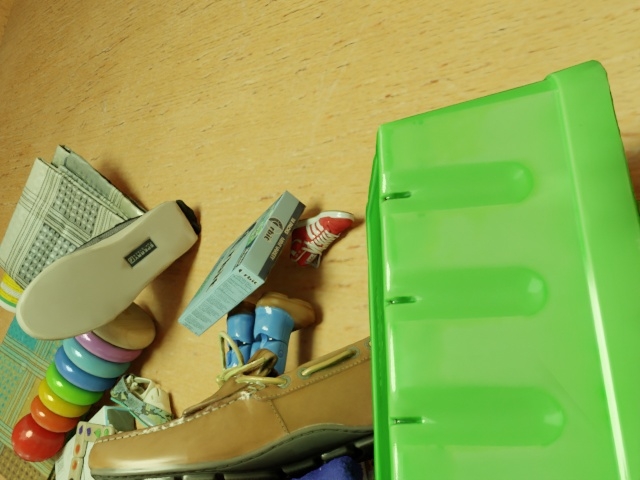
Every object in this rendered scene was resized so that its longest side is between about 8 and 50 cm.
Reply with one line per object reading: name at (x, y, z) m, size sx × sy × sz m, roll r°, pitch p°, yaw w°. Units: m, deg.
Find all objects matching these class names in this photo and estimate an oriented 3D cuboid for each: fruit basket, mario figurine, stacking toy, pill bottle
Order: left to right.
pill bottle at (-0.666, 0.063, 1.425) m, size 0.118 × 0.118 × 0.208 m, roll 33°, pitch 99°, yaw 47°
stacking toy at (-0.436, 0.255, 1.081) m, size 0.330 × 0.141 × 0.141 m, roll -54°, pitch 44°, yaw 10°
mario figurine at (-0.074, 0.242, 0.779) m, size 0.198 × 0.170 × 0.320 m, roll 113°, pitch 168°, yaw -62°
fruit basket at (0.224, 0.062, 0.469) m, size 0.392 × 0.283 × 0.391 m, roll 0°, pitch 69°, yaw 1°

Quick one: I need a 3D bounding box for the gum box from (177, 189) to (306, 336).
gum box at (-0.110, 0.033, 0.845) m, size 0.184 × 0.041 × 0.157 m, roll -38°, pitch 17°, yaw 42°

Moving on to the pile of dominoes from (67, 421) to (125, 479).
pile of dominoes at (-0.370, 0.418, 0.952) m, size 0.196 × 0.040 × 0.251 m, roll -11°, pitch 67°, yaw 42°

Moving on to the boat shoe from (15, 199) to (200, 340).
boat shoe at (-0.362, 0.057, 1.017) m, size 0.158 × 0.340 × 0.127 m, roll -20°, pitch 104°, yaw 46°

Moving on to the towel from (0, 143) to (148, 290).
towel at (-0.534, -0.006, 1.276) m, size 0.312 × 0.056 × 0.324 m, roll 35°, pitch 100°, yaw 22°

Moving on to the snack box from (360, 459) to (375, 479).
snack box at (0.071, 0.222, 0.679) m, size 0.064 × 0.022 × 0.178 m, roll -28°, pitch 57°, yaw 37°

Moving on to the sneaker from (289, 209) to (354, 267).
sneaker at (0.000, 0.000, 0.822) m, size 0.118 × 0.042 × 0.067 m, roll -16°, pitch 59°, yaw 50°

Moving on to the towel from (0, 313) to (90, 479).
towel at (-0.555, 0.287, 1.202) m, size 0.271 × 0.040 × 0.370 m, roll 25°, pitch 90°, yaw 26°

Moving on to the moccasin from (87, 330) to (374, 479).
moccasin at (-0.048, 0.170, 0.625) m, size 0.380 × 0.139 × 0.147 m, roll -19°, pitch 55°, yaw 3°

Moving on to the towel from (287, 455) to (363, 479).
towel at (-0.064, 0.354, 0.542) m, size 0.308 × 0.076 × 0.227 m, roll -29°, pitch 54°, yaw 17°

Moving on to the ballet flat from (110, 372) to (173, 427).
ballet flat at (-0.288, 0.265, 1.004) m, size 0.188 × 0.070 × 0.070 m, roll 14°, pitch 85°, yaw 44°

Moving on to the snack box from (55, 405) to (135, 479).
snack box at (-0.364, 0.464, 1.003) m, size 0.187 × 0.060 × 0.321 m, roll -43°, pitch 49°, yaw 27°
